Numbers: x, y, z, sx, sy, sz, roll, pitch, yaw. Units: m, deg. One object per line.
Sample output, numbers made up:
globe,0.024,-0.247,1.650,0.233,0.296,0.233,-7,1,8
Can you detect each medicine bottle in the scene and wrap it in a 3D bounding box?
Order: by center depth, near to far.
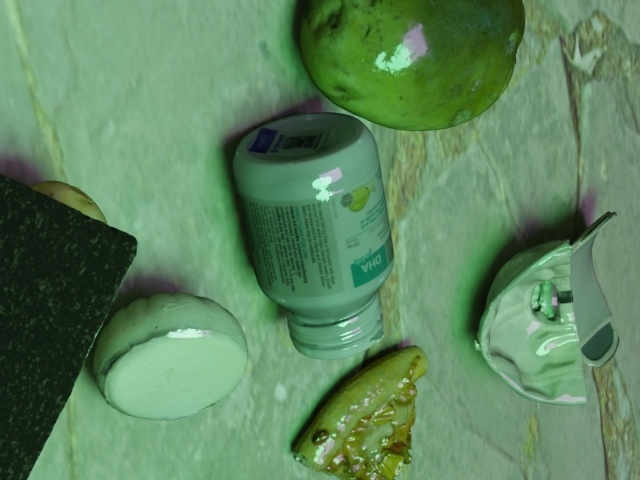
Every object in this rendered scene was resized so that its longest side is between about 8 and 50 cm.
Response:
medicine bottle,0.000,0.000,1.170,0.135,0.135,0.215,-29,122,-31

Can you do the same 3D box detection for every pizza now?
pizza,0.053,0.216,1.345,0.182,0.062,0.161,-28,123,-33

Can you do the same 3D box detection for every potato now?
potato,-0.222,0.031,0.997,0.118,0.109,0.178,-39,156,-46
potato,0.096,-0.201,1.177,0.228,0.148,0.197,15,67,-38

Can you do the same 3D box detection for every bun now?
bun,-0.138,0.091,1.114,0.138,0.094,0.138,-10,139,-9

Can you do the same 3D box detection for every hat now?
hat,0.272,0.062,1.477,0.226,0.164,0.220,-67,152,-61

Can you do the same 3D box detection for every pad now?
pad,-0.292,0.106,0.916,0.330,0.220,0.004,-64,165,-3
